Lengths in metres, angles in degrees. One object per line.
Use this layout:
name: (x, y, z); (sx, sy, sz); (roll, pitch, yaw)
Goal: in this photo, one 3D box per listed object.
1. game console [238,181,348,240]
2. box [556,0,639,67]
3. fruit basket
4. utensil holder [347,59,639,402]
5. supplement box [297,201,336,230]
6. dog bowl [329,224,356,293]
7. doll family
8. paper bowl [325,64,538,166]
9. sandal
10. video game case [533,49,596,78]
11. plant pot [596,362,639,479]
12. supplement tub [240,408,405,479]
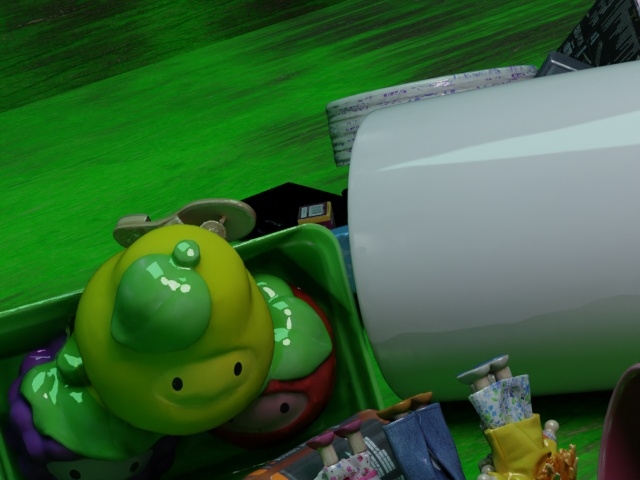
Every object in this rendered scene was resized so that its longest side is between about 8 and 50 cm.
game console: (0.055, -0.069, 2.337); (0.361, 0.044, 0.213); (-22, 21, -29)
box: (0.380, -0.169, 1.946); (0.076, 0.242, 0.307); (-15, -10, -9)
fruit basket: (-0.125, 0.125, 1.498); (0.392, 0.283, 0.392); (-15, 4, 1)
utensil holder: (0.255, -0.009, 1.616); (0.385, 0.327, 0.327); (-7, 19, 20)
supplement box: (0.000, 0.000, 2.103); (0.043, 0.083, 0.055); (-11, 19, 5)
dog bowl: (0.085, 0.005, 1.988); (0.297, 0.074, 0.166); (-17, 6, -33)
doll family: (0.122, 0.197, 1.360); (0.263, 0.163, 0.118); (-20, -5, -30)
paper bowl: (0.155, -0.134, 2.171); (0.284, 0.148, 0.284); (-9, 3, 0)
sandal: (-0.192, 0.006, 2.257); (0.240, 0.088, 0.079); (-7, 50, 35)
video game case: (0.325, -0.079, 1.770); (0.274, 0.196, 0.026); (20, 43, -10)
plant pot: (0.316, 0.192, 1.221); (0.180, 0.201, 0.201); (2, 17, -8)
supplement tub: (-0.007, 0.227, 1.414); (0.198, 0.106, 0.106); (-25, 23, -36)
